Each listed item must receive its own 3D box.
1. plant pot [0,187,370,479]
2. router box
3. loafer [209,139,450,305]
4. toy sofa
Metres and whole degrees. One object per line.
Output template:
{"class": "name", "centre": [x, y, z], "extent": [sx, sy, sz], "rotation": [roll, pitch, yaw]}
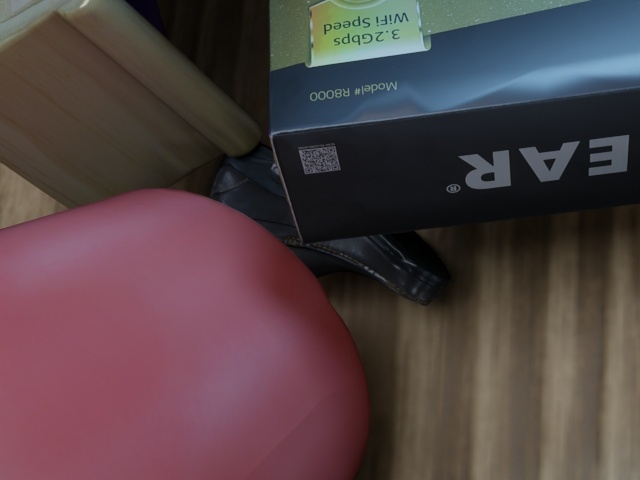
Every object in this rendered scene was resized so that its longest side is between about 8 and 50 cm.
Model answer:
{"class": "plant pot", "centre": [-0.118, 0.111, 0.547], "extent": [0.274, 0.243, 0.275], "rotation": [16, 122, 27]}
{"class": "router box", "centre": [0.130, -0.134, 0.570], "extent": [0.308, 0.081, 0.243], "rotation": [-7, 54, 6]}
{"class": "loafer", "centre": [0.000, 0.000, 0.678], "extent": [0.170, 0.062, 0.061], "rotation": [33, 96, 42]}
{"class": "toy sofa", "centre": [-0.135, -0.206, 0.742], "extent": [0.177, 0.150, 0.363], "rotation": [-30, 51, 14]}
